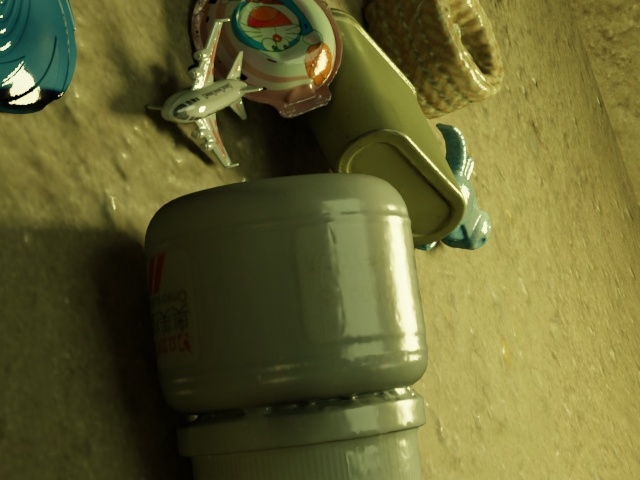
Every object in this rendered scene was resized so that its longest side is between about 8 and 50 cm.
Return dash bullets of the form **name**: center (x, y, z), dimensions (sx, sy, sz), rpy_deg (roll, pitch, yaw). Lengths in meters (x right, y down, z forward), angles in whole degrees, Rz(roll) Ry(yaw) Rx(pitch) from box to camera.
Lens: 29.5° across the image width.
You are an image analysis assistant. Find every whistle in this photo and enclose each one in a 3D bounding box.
- **whistle**: center (0.168, -0.066, 1.757), dimensions (0.269, 0.093, 0.180), rpy_deg (45, 66, -46)

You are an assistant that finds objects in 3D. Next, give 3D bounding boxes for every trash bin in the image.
- **trash bin**: center (0.064, -0.139, 1.520), dimensions (0.243, 0.121, 0.247), rpy_deg (41, 20, -45)

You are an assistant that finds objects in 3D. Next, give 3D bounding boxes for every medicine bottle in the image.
- **medicine bottle**: center (-0.024, 0.108, 1.093), dimensions (0.245, 0.245, 0.306), rpy_deg (6, 74, -62)

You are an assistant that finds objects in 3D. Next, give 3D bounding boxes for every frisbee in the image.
- **frisbee**: center (-0.290, -0.228, 1.064), dimensions (0.242, 0.045, 0.242), rpy_deg (40, 39, -43)

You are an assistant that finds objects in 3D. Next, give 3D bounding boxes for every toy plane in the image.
- **toy plane**: center (-0.122, -0.150, 1.289), dimensions (0.171, 0.065, 0.162), rpy_deg (-27, 120, -54)

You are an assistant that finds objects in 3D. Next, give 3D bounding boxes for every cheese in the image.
- **cheese**: center (-0.079, -0.269, 1.421), dimensions (0.189, 0.074, 0.286), rpy_deg (-20, 76, -27)

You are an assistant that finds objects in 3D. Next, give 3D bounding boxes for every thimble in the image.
- **thimble**: center (0.179, -0.308, 1.915), dimensions (0.229, 0.148, 0.196), rpy_deg (44, 37, -37)
